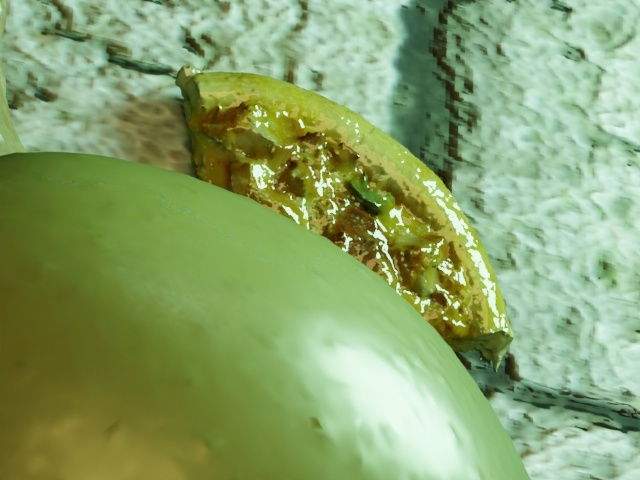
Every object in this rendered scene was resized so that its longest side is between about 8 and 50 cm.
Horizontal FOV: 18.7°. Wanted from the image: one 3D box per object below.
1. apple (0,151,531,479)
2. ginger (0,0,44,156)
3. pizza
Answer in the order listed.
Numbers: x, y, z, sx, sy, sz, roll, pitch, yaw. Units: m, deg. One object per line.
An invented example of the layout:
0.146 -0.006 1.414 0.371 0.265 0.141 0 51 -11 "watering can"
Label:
-0.106 0.188 0.947 0.473 0.473 0.474 8 66 -19 "apple"
-0.235 -0.061 1.173 0.221 0.130 0.276 15 63 -27 "ginger"
0.000 0.000 1.276 0.292 0.058 0.197 43 61 -1 "pizza"
